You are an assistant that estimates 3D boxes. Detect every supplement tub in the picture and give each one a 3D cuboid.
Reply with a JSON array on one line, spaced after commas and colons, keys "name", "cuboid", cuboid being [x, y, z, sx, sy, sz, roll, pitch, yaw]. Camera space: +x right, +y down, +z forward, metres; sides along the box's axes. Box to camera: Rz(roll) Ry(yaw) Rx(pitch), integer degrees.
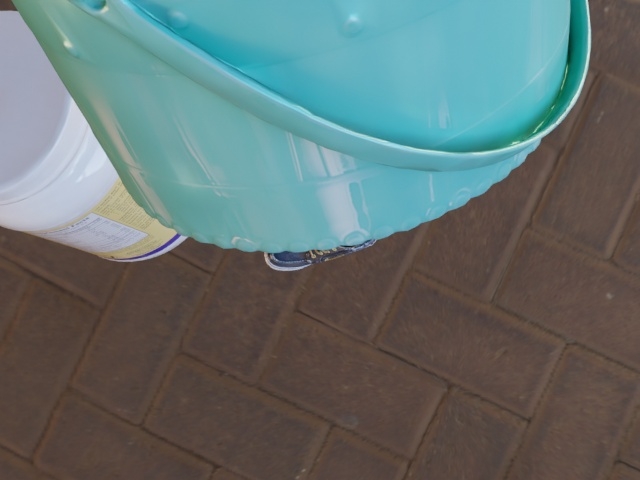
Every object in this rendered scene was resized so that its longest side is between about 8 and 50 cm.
[{"name": "supplement tub", "cuboid": [-0.293, -0.114, 1.110, 0.241, 0.331, 0.241, -4, 78, 18]}]

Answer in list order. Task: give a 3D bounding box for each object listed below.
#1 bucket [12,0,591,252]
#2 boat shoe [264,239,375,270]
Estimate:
[{"name": "bucket", "cuboid": [-0.010, -0.140, 0.421, 0.281, 0.183, 0.281, -9, 43, 8]}, {"name": "boat shoe", "cuboid": [0.000, 0.000, 1.412, 0.183, 0.083, 0.065, -16, 88, 0]}]
